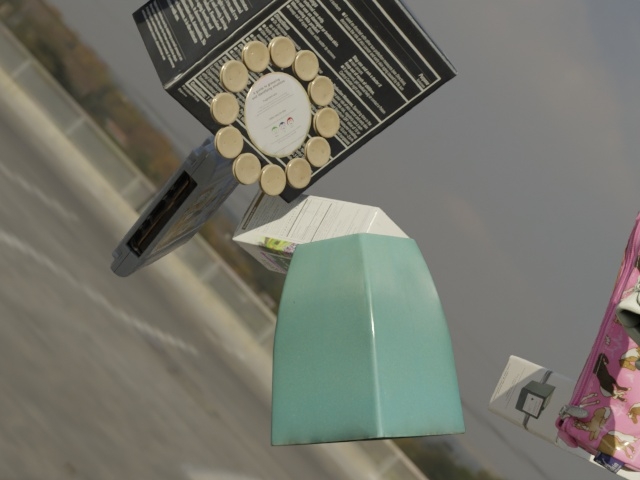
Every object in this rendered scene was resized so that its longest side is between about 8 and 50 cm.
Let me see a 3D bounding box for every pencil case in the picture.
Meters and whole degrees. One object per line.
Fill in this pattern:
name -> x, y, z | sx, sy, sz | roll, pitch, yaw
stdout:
pencil case -> 0.470, 0.137, 2.058 | 0.160, 0.386, 0.167 | 23, 5, 33

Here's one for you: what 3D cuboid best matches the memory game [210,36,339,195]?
memory game -> -0.052, -0.144, 1.673 | 0.012, 0.186, 0.186 | 5, -37, 51

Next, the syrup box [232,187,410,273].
syrup box -> 0.000, 0.000, 1.995 | 0.237, 0.096, 0.093 | 11, -23, 44

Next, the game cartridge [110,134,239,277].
game cartridge -> -0.200, -0.070, 2.289 | 0.062, 0.297, 0.198 | 49, 35, 10

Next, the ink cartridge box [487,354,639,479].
ink cartridge box -> 0.443, 0.308, 2.502 | 0.198, 0.115, 0.273 | 26, -2, -19

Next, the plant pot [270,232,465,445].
plant pot -> 0.047, 0.115, 1.679 | 0.165, 0.234, 0.166 | -11, -11, 39

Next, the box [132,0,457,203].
box -> -0.031, -0.257, 1.898 | 0.296, 0.294, 0.182 | 43, 15, -46

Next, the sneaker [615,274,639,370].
sneaker -> 0.429, 0.070, 1.835 | 0.090, 0.115, 0.232 | 118, -24, -53
